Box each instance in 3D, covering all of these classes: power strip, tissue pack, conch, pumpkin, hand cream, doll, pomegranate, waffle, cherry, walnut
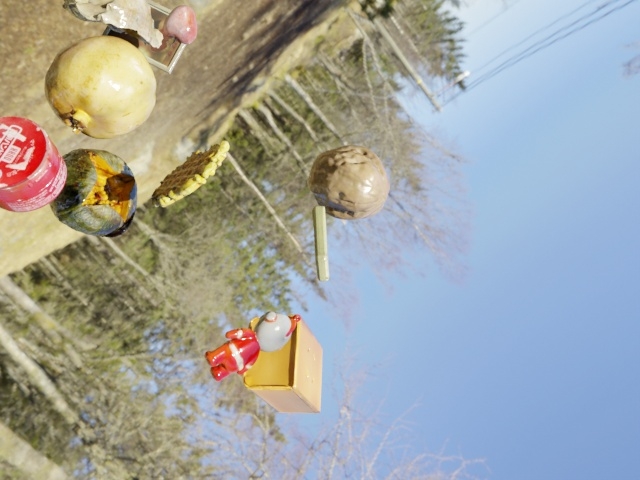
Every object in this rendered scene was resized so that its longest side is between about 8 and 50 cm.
[{"bbox_3d":[0.000,0.000,1.099,0.028,0.076,0.169,-5,-135,2],"label":"power strip"},{"bbox_3d":[-0.092,0.340,1.442,0.145,0.274,0.194,-7,-121,12],"label":"tissue pack"},{"bbox_3d":[-0.602,-0.696,1.594,0.186,0.324,0.263,-57,-135,28],"label":"conch"},{"bbox_3d":[-0.775,-0.167,1.849,0.192,0.320,0.320,-7,-153,28],"label":"pumpkin"},{"bbox_3d":[-0.800,-0.197,1.423,0.230,0.230,0.149,-42,165,-17],"label":"hand cream"},{"bbox_3d":[-0.150,0.234,1.256,0.245,0.142,0.076,-31,-135,-24],"label":"doll"},{"bbox_3d":[-0.636,-0.433,1.558,0.319,0.319,0.319,-36,-168,9],"label":"pomegranate"},{"bbox_3d":[-0.426,-0.217,1.761,0.301,0.058,0.281,-21,-148,31],"label":"waffle"},{"bbox_3d":[-0.451,-0.693,1.736,0.106,0.126,0.087,-1,-173,-4],"label":"cherry"},{"bbox_3d":[0.097,-0.184,1.739,0.227,0.273,0.273,-58,-161,-22],"label":"walnut"}]

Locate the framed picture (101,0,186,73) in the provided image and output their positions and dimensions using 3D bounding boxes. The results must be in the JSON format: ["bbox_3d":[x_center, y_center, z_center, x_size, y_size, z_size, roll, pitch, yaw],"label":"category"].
[{"bbox_3d":[-0.619,-0.754,1.946,0.211,0.289,0.020,-62,175,-5],"label":"framed picture"}]
